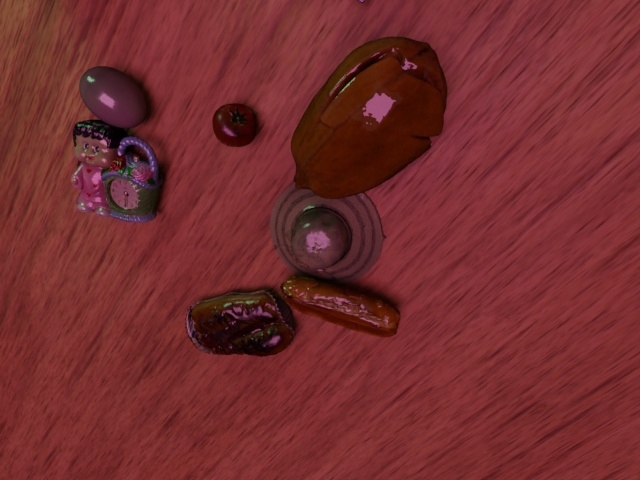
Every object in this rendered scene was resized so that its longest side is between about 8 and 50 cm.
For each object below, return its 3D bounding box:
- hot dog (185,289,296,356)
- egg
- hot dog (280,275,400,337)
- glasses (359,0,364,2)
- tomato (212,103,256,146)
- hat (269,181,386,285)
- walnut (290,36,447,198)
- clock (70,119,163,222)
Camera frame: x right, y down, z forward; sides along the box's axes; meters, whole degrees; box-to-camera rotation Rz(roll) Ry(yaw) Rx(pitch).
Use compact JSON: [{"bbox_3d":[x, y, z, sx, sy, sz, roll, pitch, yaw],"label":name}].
[{"bbox_3d":[-0.190,0.200,0.990,0.270,0.082,0.163,-10,106,18],"label":"hot dog"},{"bbox_3d":[-0.412,-0.285,0.850,0.135,0.103,0.103,39,114,-8],"label":"egg"},{"bbox_3d":[0.040,0.137,0.897,0.268,0.115,0.072,19,72,3],"label":"hot dog"},{"bbox_3d":[0.052,-0.473,0.687,0.140,0.062,0.104,44,113,-6],"label":"glasses"},{"bbox_3d":[-0.168,-0.221,0.827,0.087,0.087,0.075,50,157,-7],"label":"tomato"},{"bbox_3d":[0.000,0.000,0.852,0.251,0.110,0.252,5,111,13],"label":"hat"},{"bbox_3d":[0.065,-0.185,0.724,0.209,0.209,0.336,48,126,-7],"label":"walnut"},{"bbox_3d":[-0.436,-0.150,0.912,0.193,0.100,0.196,13,115,5],"label":"clock"}]
